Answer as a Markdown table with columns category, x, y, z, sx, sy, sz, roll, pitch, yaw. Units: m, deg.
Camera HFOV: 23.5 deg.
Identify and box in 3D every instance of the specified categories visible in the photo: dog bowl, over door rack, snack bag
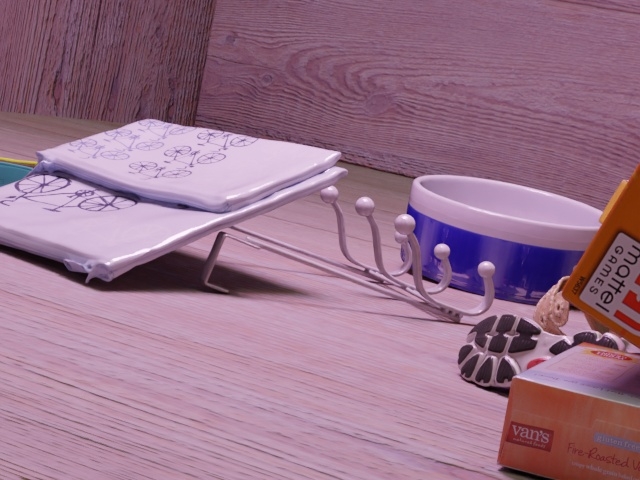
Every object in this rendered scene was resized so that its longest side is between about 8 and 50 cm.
| category | x | y | z | sx | sy | sz | roll | pitch | yaw |
| --- | --- | --- | --- | --- | --- | --- | --- | --- | --- |
| dog bowl | 0.238 | -0.003 | 1.987 | 0.264 | 0.104 | 0.265 | 11 | 12 | -2 |
| over door rack | 0.000 | 0.000 | 1.665 | 0.324 | 0.108 | 0.239 | 8 | 6 | -22 |
| snack bag | -0.199 | -0.055 | 1.614 | 0.323 | 0.037 | 0.342 | 15 | 29 | 42 |

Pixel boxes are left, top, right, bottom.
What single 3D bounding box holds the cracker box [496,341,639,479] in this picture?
| category | x | y | z | sx | sy | sz | roll | pitch | yaw |
| --- | --- | --- | --- | --- | --- | --- | --- | --- | --- |
| cracker box | 0.231 | 0.130 | 1.094 | 0.155 | 0.067 | 0.232 | 13 | 6 | 21 |

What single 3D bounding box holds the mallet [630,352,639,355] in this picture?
| category | x | y | z | sx | sy | sz | roll | pitch | yaw |
| --- | --- | --- | --- | --- | --- | --- | --- | --- | --- |
| mallet | 0.272 | 0.115 | 1.460 | 0.062 | 0.039 | 0.189 | 6 | 3 | -20 |

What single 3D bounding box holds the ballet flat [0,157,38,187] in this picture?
| category | x | y | z | sx | sy | sz | roll | pitch | yaw |
| --- | --- | --- | --- | --- | --- | --- | --- | --- | --- |
| ballet flat | -0.307 | -0.054 | 1.798 | 0.231 | 0.077 | 0.077 | 12 | -8 | 22 |

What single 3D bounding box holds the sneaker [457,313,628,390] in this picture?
| category | x | y | z | sx | sy | sz | roll | pitch | yaw |
| --- | --- | --- | --- | --- | --- | --- | --- | --- | --- |
| sneaker | 0.190 | 0.111 | 1.294 | 0.170 | 0.068 | 0.071 | 10 | -25 | 40 |

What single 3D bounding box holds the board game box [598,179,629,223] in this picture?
| category | x | y | z | sx | sy | sz | roll | pitch | yaw |
| --- | --- | --- | --- | --- | --- | --- | --- | --- | --- |
| board game box | 0.528 | 0.039 | 1.911 | 0.316 | 0.064 | 0.242 | 39 | 20 | 29 |

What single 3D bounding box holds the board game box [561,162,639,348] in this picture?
| category | x | y | z | sx | sy | sz | roll | pitch | yaw |
| --- | --- | --- | --- | --- | --- | --- | --- | --- | --- |
| board game box | 0.446 | -0.024 | 1.091 | 0.356 | 0.356 | 0.356 | 34 | 14 | 18 |

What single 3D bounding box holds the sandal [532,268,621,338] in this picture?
| category | x | y | z | sx | sy | sz | roll | pitch | yaw |
| --- | --- | --- | --- | --- | --- | --- | --- | --- | --- |
| sandal | 0.265 | 0.084 | 1.625 | 0.079 | 0.088 | 0.240 | -20 | -11 | 17 |
